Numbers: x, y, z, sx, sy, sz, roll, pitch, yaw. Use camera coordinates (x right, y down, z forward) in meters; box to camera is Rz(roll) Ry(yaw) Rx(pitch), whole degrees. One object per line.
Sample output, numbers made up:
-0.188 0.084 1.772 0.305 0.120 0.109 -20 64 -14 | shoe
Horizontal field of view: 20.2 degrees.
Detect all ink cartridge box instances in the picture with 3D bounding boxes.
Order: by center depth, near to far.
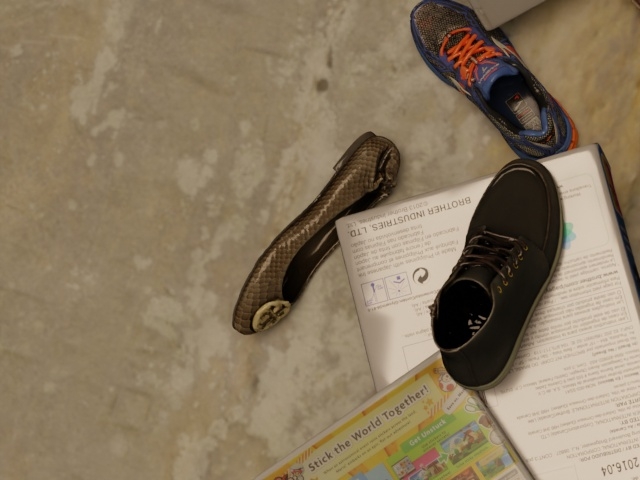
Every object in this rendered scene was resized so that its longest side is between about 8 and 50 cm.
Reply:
0.193 0.140 1.716 0.270 0.151 0.395 -16 76 13 | ink cartridge box

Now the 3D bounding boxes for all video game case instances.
0.079 0.245 1.645 0.227 0.026 0.206 -36 74 10 | video game case

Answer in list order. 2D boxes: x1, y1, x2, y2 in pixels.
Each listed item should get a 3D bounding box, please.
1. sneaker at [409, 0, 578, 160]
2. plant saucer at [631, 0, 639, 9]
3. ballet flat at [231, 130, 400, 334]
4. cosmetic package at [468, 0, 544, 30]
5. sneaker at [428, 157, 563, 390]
0.173 -0.168 1.804 0.083 0.087 0.221 -46 73 3 | sneaker
0.391 -0.296 1.793 0.199 0.036 0.198 -2 81 14 | plant saucer
0.000 0.000 1.831 0.058 0.084 0.250 37 86 18 | ballet flat
0.299 -0.426 1.745 0.453 0.161 0.230 -27 57 9 | cosmetic package
0.159 0.017 1.597 0.083 0.118 0.222 11 74 18 | sneaker
